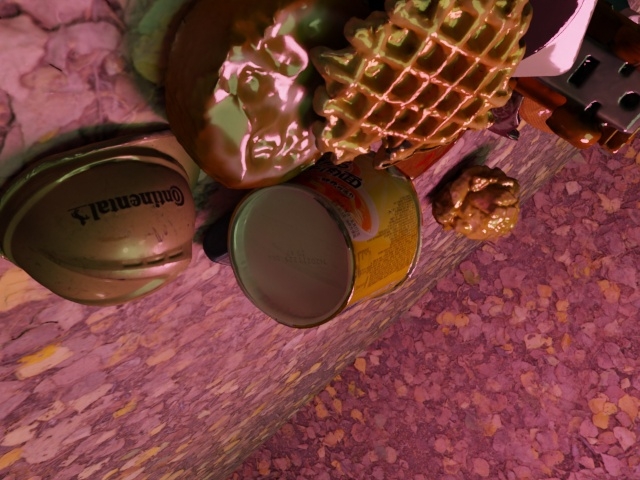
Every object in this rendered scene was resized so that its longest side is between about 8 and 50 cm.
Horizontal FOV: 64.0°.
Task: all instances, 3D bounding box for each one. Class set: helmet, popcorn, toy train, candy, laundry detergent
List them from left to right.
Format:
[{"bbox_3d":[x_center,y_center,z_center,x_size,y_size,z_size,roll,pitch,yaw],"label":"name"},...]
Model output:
[{"bbox_3d":[-0.214,-0.006,0.585,0.257,0.137,0.204,-29,156,-31],"label":"helmet"},{"bbox_3d":[-0.119,0.011,0.896,0.097,0.061,0.206,-46,159,4],"label":"laundry detergent"},{"bbox_3d":[-0.047,-0.175,0.573,0.260,0.118,0.260,-36,156,-18],"label":"candy"},{"bbox_3d":[0.446,-0.111,1.454,0.259,0.259,0.212,-10,129,-54],"label":"popcorn"},{"bbox_3d":[0.340,-0.281,0.964,0.177,0.107,0.153,51,58,-67],"label":"helmet"},{"bbox_3d":[0.340,-0.292,0.757,0.163,0.369,0.232,-58,-179,37],"label":"toy train"}]

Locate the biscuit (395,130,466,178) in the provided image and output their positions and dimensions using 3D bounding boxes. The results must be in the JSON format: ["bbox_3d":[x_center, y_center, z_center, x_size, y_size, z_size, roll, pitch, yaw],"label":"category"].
[{"bbox_3d":[0.236,-0.224,1.076,0.273,0.049,0.257,-51,157,20],"label":"biscuit"}]

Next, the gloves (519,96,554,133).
[{"bbox_3d":[0.547,-0.361,1.191,0.356,0.155,0.203,16,115,-48],"label":"gloves"}]

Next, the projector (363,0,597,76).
[{"bbox_3d":[0.169,-0.293,0.563,0.259,0.079,0.257,2,153,11],"label":"projector"}]

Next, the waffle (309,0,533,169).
[{"bbox_3d":[0.110,-0.172,0.566,0.261,0.056,0.250,-21,153,0],"label":"waffle"}]

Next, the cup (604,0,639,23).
[{"bbox_3d":[0.476,-0.410,0.942,0.167,0.173,0.300,-22,152,-40],"label":"cup"}]

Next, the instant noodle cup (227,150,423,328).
[{"bbox_3d":[0.000,0.000,0.762,0.264,0.264,0.200,-54,166,31],"label":"instant noodle cup"}]
